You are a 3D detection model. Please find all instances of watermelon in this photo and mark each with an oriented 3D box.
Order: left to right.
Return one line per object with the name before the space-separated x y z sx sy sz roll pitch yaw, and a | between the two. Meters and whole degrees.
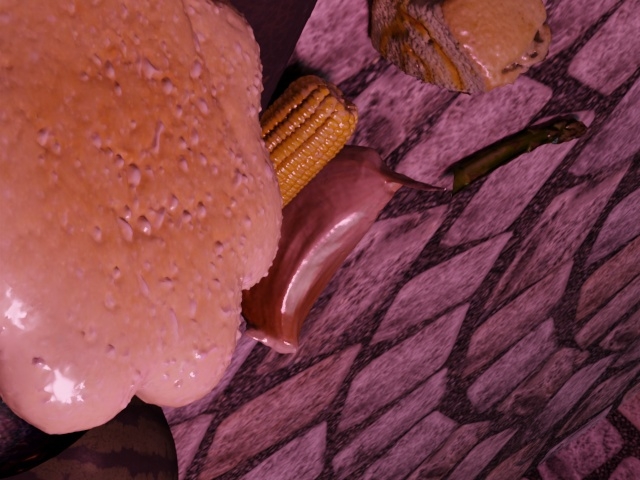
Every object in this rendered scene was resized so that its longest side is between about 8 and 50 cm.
watermelon | -0.209 0.171 1.149 0.212 0.212 0.212 -35 158 -17

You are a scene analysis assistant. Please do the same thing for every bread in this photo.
bread | -0.116 -0.053 0.800 0.054 0.316 0.316 -12 177 35
bread | 0.088 -0.181 1.142 0.103 0.156 0.110 -43 127 -14

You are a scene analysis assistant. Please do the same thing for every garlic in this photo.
garlic | 0.002 -0.012 1.262 0.198 0.128 0.090 -43 143 12

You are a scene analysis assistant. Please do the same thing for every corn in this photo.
corn | -0.042 -0.055 1.195 0.165 0.063 0.085 -46 -178 12

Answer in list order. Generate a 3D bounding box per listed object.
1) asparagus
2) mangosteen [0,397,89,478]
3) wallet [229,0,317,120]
asparagus | 0.203 -0.092 1.587 0.236 0.027 0.034 -24 133 -39
mangosteen | -0.214 0.033 0.888 0.243 0.243 0.243 -35 158 -17
wallet | -0.080 -0.133 1.012 0.170 0.044 0.321 -17 149 -41
